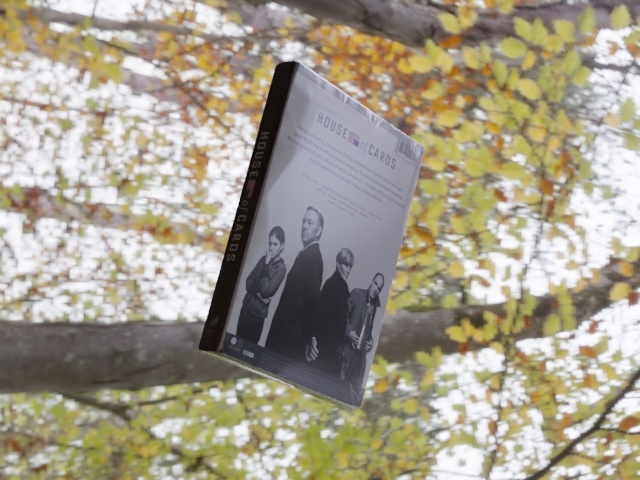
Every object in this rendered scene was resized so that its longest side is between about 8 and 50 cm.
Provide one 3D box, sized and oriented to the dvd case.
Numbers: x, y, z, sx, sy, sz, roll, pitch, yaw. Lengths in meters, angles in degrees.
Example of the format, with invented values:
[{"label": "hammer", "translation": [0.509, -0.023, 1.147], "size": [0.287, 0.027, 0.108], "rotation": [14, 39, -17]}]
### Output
[{"label": "dvd case", "translation": [0.000, 0.000, 1.013], "size": [0.029, 0.179, 0.239], "rotation": [1, -109, 42]}]
